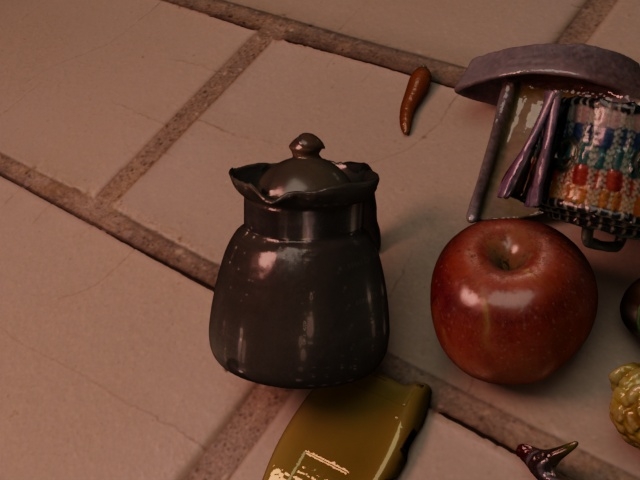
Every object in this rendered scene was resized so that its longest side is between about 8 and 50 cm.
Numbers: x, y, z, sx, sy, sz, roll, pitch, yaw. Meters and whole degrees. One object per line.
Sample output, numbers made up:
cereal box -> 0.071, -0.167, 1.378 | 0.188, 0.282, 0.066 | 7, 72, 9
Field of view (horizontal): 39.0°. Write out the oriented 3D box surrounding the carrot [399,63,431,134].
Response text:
carrot -> 0.148, -0.225, 1.434 | 0.035, 0.035, 0.142 | 9, 62, 25

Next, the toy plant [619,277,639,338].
toy plant -> 0.413, 0.092, 1.008 | 0.093, 0.092, 0.162 | -32, 21, -8

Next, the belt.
belt -> 0.353, -0.064, 1.057 | 0.207, 0.295, 0.160 | 16, 95, 34

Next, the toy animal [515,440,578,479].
toy animal -> 0.268, 0.290, 0.944 | 0.105, 0.070, 0.202 | -41, 52, 9

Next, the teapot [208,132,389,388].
teapot -> 0.010, 0.006, 1.111 | 0.305, 0.285, 0.223 | -9, 20, -34

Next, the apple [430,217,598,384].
apple -> 0.226, 0.076, 1.078 | 0.201, 0.162, 0.201 | -7, 40, 6

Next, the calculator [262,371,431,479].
calculator -> 0.026, 0.245, 1.085 | 0.157, 0.033, 0.236 | 19, 62, 30

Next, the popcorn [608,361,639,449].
popcorn -> 0.371, 0.185, 0.976 | 0.116, 0.121, 0.106 | -1, 87, 49

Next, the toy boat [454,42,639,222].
toy boat -> 0.334, -0.158, 1.278 | 0.276, 0.111, 0.293 | -9, 62, 13
